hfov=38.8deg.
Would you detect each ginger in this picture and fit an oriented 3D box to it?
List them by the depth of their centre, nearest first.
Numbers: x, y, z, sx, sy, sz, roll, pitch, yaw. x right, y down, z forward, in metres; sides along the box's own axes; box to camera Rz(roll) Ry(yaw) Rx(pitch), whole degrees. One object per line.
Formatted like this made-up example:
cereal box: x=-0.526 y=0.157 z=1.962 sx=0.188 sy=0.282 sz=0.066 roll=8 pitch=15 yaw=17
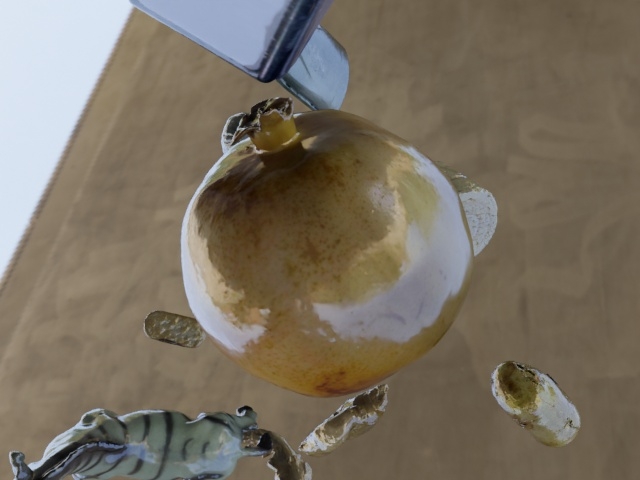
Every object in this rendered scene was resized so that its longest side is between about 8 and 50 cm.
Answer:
ginger: x=0.037 y=0.297 z=1.450 sx=0.133 sy=0.214 sz=0.059 roll=-32 pitch=-102 yaw=-25
ginger: x=-0.076 y=0.394 z=1.639 sx=0.069 sy=0.051 sz=0.173 roll=-39 pitch=-126 yaw=-15

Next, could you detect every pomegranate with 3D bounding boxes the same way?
pomegranate: x=0.000 y=0.000 z=0.940 sx=0.319 sy=0.319 sz=0.319 roll=-17 pitch=-141 yaw=15

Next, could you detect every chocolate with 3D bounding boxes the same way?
chocolate: x=-0.121 y=-0.153 z=1.765 sx=0.110 sy=0.248 sz=0.110 roll=-9 pitch=-130 yaw=11

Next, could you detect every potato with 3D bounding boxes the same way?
potato: x=0.311 y=0.233 z=1.314 sx=0.080 sy=0.170 sz=0.107 roll=-32 pitch=-153 yaw=25

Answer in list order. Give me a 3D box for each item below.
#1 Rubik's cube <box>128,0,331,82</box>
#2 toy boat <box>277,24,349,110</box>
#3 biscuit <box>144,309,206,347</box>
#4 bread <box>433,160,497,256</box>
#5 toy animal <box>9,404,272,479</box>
Rubik's cube: x=-0.065 y=-0.387 z=0.766 sx=0.313 sy=0.318 sz=0.316 roll=-63 pitch=-172 yaw=-32
toy boat: x=-0.041 y=-0.329 z=1.611 sx=0.092 sy=0.319 sz=0.141 roll=2 pitch=-101 yaw=25
biscuit: x=-0.333 y=0.204 z=2.090 sx=0.018 sy=0.147 sz=0.071 roll=-166 pitch=-90 yaw=-81
bread: x=0.190 y=-0.052 z=1.469 sx=0.141 sy=0.148 sz=0.134 roll=41 pitch=-67 yaw=46
toy animal: x=-0.139 y=0.167 z=0.711 sx=0.217 sy=0.073 sz=0.176 roll=-2 pitch=174 yaw=-16
